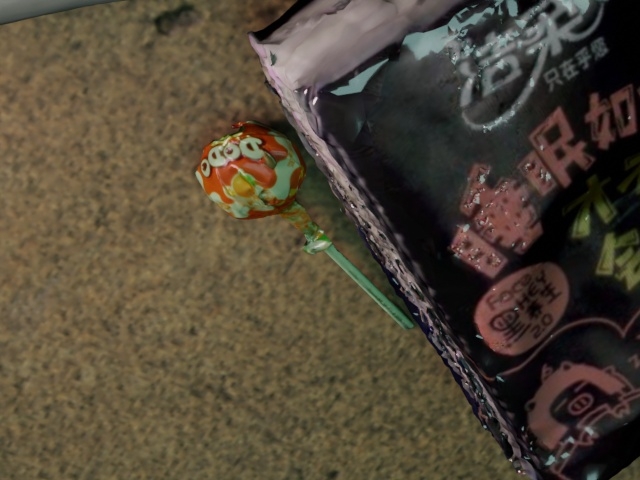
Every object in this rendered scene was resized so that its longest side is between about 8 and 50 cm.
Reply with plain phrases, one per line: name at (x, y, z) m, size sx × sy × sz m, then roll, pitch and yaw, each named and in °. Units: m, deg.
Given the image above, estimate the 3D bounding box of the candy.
candy at (0.000, 0.000, 0.979) m, size 0.055 × 0.049 × 0.185 m, roll -18°, pitch 135°, yaw 30°

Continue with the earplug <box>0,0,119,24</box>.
earplug at (-0.183, -0.154, 0.758) m, size 0.324 × 0.185 × 0.185 m, roll -15°, pitch 122°, yaw -2°

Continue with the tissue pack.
tissue pack at (0.138, -0.046, 0.942) m, size 0.245 × 0.123 × 0.332 m, roll -37°, pitch 126°, yaw -4°
